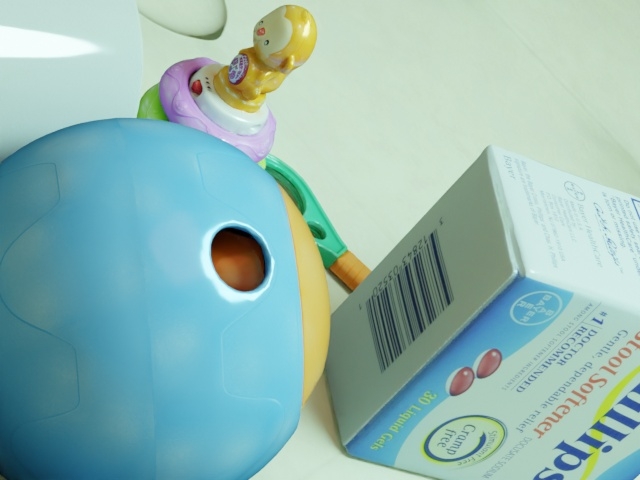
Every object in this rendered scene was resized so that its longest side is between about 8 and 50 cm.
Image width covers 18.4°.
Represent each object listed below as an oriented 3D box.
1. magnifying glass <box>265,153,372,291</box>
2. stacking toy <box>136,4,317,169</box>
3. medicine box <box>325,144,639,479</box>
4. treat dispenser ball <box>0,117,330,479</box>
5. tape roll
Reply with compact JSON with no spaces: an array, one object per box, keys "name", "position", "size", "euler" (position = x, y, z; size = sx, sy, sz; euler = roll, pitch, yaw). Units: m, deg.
[{"name":"magnifying glass","position":[0.000,0.000,1.844],"size":[0.231,0.026,0.092],"euler":[45,34,4]},{"name":"stacking toy","position":[-0.096,-0.080,1.593],"size":[0.166,0.302,0.175],"euler":[19,41,-29]},{"name":"medicine box","position":[0.194,0.087,1.723],"size":[0.289,0.263,0.149],"euler":[18,41,-30]},{"name":"treat dispenser ball","position":[-0.136,0.056,1.416],"size":[0.288,0.288,0.288],"euler":[26,37,-21]},{"name":"tape roll","position":[-0.276,-0.137,1.535],"size":[0.169,0.246,0.246],"euler":[-1,52,-44]}]
